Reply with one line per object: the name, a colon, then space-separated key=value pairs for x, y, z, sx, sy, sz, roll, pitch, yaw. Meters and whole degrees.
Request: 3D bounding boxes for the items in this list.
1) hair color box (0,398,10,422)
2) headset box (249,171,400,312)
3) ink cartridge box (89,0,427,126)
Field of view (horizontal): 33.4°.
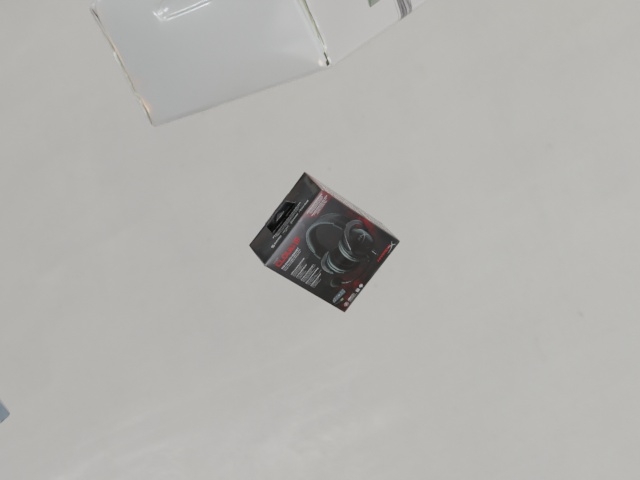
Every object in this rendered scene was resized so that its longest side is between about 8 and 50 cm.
hair color box: x=-0.411 y=0.036 z=0.749 sx=0.185 sy=0.113 sz=0.374 roll=-39 pitch=66 yaw=-18
headset box: x=0.000 y=0.000 z=0.694 sx=0.062 sy=0.083 sz=0.032 roll=-52 pitch=36 yaw=7
ink cartridge box: x=-0.018 y=-0.212 z=0.873 sx=0.198 sy=0.273 sz=0.114 roll=-12 pitch=111 yaw=41
